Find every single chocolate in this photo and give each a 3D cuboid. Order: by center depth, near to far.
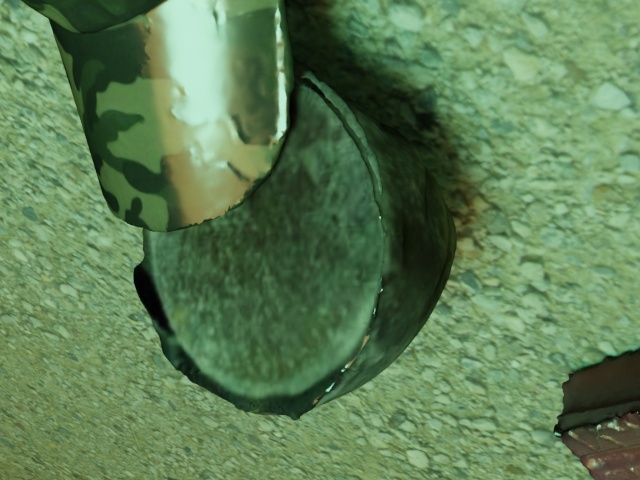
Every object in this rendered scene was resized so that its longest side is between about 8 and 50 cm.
[{"bbox_3d":[0.000,0.000,0.730,0.303,0.213,0.303,-1,89,41],"label":"chocolate"}]

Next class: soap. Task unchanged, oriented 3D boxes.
[{"bbox_3d":[0.402,0.184,0.768,0.182,0.112,0.289,44,138,-17],"label":"soap"}]

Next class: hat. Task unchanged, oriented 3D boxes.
[{"bbox_3d":[-0.196,-0.192,0.582,0.366,0.257,0.381,5,97,41],"label":"hat"}]
